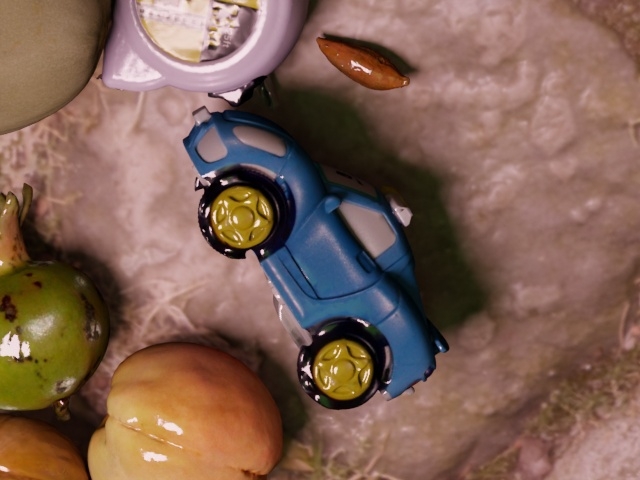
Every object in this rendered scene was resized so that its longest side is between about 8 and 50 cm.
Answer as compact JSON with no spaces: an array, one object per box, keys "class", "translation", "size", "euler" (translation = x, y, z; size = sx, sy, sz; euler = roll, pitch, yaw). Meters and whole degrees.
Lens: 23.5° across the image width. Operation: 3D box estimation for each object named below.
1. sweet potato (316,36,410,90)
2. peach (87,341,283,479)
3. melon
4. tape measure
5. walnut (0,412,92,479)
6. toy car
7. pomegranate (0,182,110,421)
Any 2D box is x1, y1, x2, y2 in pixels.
[{"class":"sweet potato","translation":[0.038,-0.160,1.401],"size":[0.095,0.034,0.034],"euler":[29,108,8]},{"class":"peach","translation":[-0.125,0.186,1.451],"size":[0.184,0.184,0.184],"euler":[2,107,5]},{"class":"melon","translation":[-0.333,-0.208,1.306],"size":[0.307,0.272,0.272],"euler":[-1,108,24]},{"class":"tape measure","translation":[-0.098,-0.214,1.366],"size":[0.178,0.105,0.196],"euler":[17,106,8]},{"class":"walnut","translation":[-0.296,0.266,1.467],"size":[0.193,0.226,0.193],"euler":[-3,64,6]},{"class":"toy car","translation":[0.000,0.000,1.376],"size":[0.166,0.198,0.314],"euler":[-33,100,0]},{"class":"pomegranate","translation":[-0.282,0.059,1.456],"size":[0.156,0.156,0.220],"euler":[-17,73,10]}]
